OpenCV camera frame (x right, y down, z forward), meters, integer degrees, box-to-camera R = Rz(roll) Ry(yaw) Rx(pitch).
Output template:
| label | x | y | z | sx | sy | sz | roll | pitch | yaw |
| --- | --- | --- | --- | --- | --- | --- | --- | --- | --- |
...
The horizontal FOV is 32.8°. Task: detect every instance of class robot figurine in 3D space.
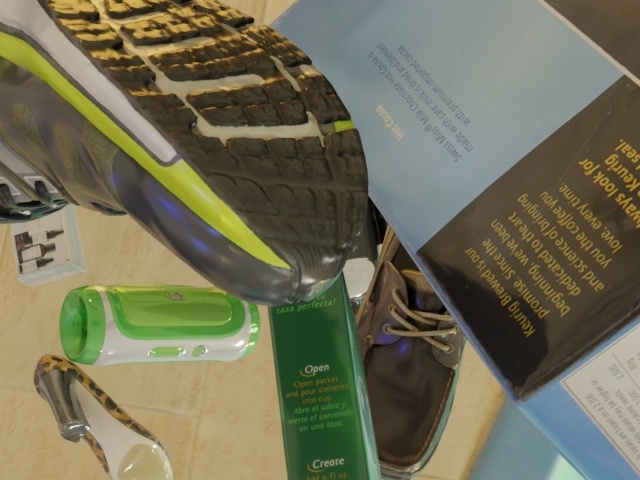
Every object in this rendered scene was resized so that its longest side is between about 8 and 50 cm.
| label | x | y | z | sx | sy | sz | roll | pitch | yaw |
| --- | --- | --- | --- | --- | --- | --- | --- | --- | --- |
| robot figurine | 0.002 | -0.001 | 1.635 | 0.209 | 0.173 | 0.278 | -16 | 101 | -29 |

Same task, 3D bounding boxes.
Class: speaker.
| label | x | y | z | sx | sy | sz | roll | pitch | yaw |
| --- | --- | --- | --- | --- | --- | --- | --- | --- | --- |
| speaker | -0.244 | 0.130 | 1.680 | 0.296 | 0.131 | 0.131 | 3 | 76 | -37 |

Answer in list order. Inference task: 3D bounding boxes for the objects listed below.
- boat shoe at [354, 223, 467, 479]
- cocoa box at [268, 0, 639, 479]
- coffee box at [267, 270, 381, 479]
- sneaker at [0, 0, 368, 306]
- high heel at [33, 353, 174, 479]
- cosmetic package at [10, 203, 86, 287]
| label | x | y | z | sx | sy | sz | roll | pitch | yaw |
| --- | --- | --- | --- | --- | --- | --- | --- | --- | --- |
| boat shoe | 0.097 | 0.073 | 1.151 | 0.132 | 0.130 | 0.355 | 11 | 64 | 2 |
| cocoa box | 0.159 | -0.041 | 0.602 | 0.228 | 0.347 | 0.231 | -39 | 131 | 7 |
| coffee box | 0.007 | 0.108 | 0.539 | 0.040 | 0.113 | 0.184 | -10 | 64 | 4 |
| sneaker | -0.102 | -0.050 | 0.440 | 0.111 | 0.121 | 0.300 | -10 | 36 | -46 |
| high heel | -0.325 | 0.271 | 1.657 | 0.093 | 0.186 | 0.261 | -42 | 133 | 2 |
| cosmetic package | -0.450 | -0.054 | 1.758 | 0.099 | 0.060 | 0.239 | -16 | 71 | 4 |
